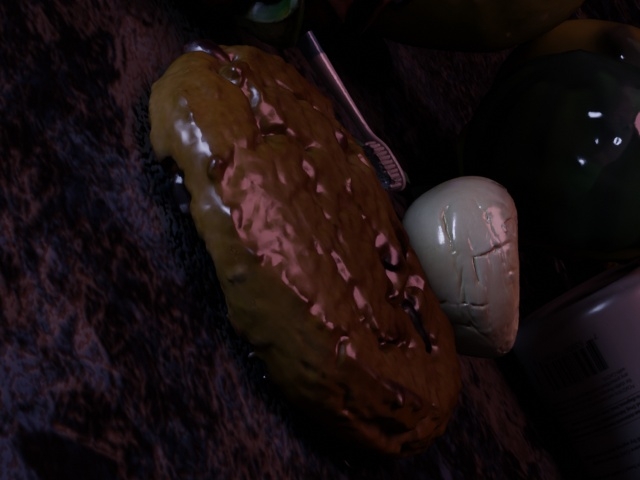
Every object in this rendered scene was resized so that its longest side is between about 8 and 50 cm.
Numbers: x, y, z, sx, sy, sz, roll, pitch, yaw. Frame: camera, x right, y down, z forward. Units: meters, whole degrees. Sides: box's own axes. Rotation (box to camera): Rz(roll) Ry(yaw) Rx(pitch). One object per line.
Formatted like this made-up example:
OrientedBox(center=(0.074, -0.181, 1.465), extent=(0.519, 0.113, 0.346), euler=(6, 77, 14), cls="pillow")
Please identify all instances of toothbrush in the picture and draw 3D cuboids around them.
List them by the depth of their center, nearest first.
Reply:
OrientedBox(center=(-0.015, -0.152, 1.410), extent=(0.276, 0.019, 0.025), euler=(59, 26, 8), cls="toothbrush")

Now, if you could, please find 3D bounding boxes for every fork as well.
OrientedBox(center=(0.056, -0.052, 1.483), extent=(0.235, 0.021, 0.039), euler=(26, 35, -56), cls="fork")

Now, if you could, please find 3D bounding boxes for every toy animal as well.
OrientedBox(center=(0.219, -0.088, 1.592), extent=(0.338, 0.216, 0.191), euler=(-40, 134, -76), cls="toy animal")

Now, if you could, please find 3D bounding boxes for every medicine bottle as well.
OrientedBox(center=(0.287, 0.165, 1.550), extent=(0.289, 0.157, 0.157), euler=(61, 19, -1), cls="medicine bottle")

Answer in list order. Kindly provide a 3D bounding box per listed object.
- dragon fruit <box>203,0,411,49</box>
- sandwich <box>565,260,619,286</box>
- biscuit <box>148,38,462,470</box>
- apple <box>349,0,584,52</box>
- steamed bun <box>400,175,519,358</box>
OrientedBox(center=(-0.004, -0.276, 1.283), extent=(0.233, 0.293, 0.234), euler=(22, -2, 1), cls="dragon fruit")
OrientedBox(center=(0.360, 0.109, 1.676), extent=(0.301, 0.099, 0.271), euler=(12, -51, 64), cls="sandwich")
OrientedBox(center=(0.002, 0.000, 1.192), extent=(0.296, 0.075, 0.296), euler=(52, 20, -27), cls="biscuit")
OrientedBox(center=(0.112, -0.291, 1.539), extent=(0.292, 0.292, 0.254), euler=(51, 27, -27), cls="apple")
OrientedBox(center=(0.095, 0.020, 1.354), extent=(0.112, 0.090, 0.130), euler=(-89, 178, -80), cls="steamed bun")
